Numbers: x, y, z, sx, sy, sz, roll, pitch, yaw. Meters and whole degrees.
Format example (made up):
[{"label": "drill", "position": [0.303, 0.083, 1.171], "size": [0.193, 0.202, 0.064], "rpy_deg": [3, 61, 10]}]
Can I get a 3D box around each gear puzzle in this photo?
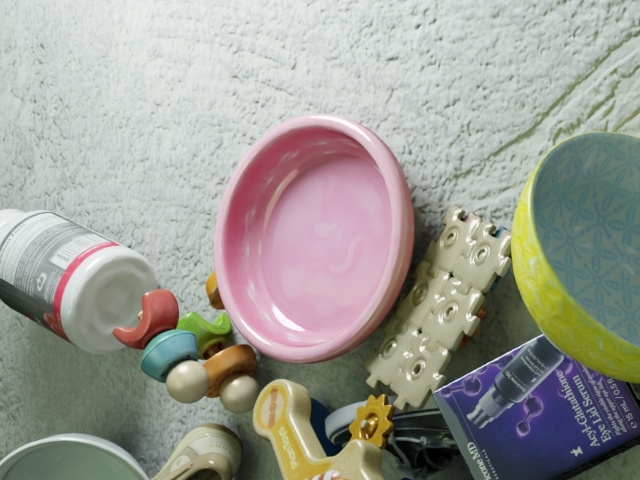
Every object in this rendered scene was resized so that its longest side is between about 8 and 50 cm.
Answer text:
[{"label": "gear puzzle", "position": [0.134, 0.127, 1.668], "size": [0.339, 0.044, 0.175], "rpy_deg": [-61, 27, 1]}]

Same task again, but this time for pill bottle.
[{"label": "pill bottle", "position": [-0.426, 0.053, 2.203], "size": [0.319, 0.176, 0.176], "rpy_deg": [23, 111, 40]}]

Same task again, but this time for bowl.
[{"label": "bowl", "position": [0.310, 0.043, 1.434], "size": [0.289, 0.289, 0.156], "rpy_deg": [60, 143, 21]}, {"label": "bowl", "position": [-0.394, 0.428, 2.209], "size": [0.298, 0.134, 0.297], "rpy_deg": [0, 108, 0]}]

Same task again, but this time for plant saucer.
[{"label": "plant saucer", "position": [0.000, 0.000, 1.815], "size": [0.332, 0.084, 0.332], "rpy_deg": [-8, 77, 39]}]

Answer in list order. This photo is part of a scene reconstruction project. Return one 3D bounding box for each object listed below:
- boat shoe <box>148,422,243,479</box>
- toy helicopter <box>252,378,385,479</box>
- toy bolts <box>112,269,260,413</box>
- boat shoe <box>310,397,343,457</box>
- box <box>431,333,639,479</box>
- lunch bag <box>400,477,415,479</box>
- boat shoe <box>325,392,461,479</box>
[{"label": "boat shoe", "position": [-0.237, 0.426, 2.067], "size": [0.122, 0.110, 0.341], "rpy_deg": [28, 115, -9]}, {"label": "toy helicopter", "position": [-0.017, 0.311, 1.635], "size": [0.235, 0.140, 0.355], "rpy_deg": [-52, 36, 19]}, {"label": "toy bolts", "position": [-0.150, 0.144, 1.922], "size": [0.218, 0.228, 0.158], "rpy_deg": [-50, 61, 27]}, {"label": "boat shoe", "position": [0.005, 0.345, 1.874], "size": [0.089, 0.109, 0.258], "rpy_deg": [-42, 65, 43]}, {"label": "box", "position": [0.257, 0.198, 1.553], "size": [0.207, 0.108, 0.153], "rpy_deg": [-30, 72, 11]}, {"label": "lunch bag", "position": [0.191, 0.462, 1.669], "size": [0.221, 0.138, 0.293], "rpy_deg": [10, 132, 41]}, {"label": "boat shoe", "position": [0.131, 0.253, 1.735], "size": [0.306, 0.113, 0.104], "rpy_deg": [-14, 71, 35]}]
